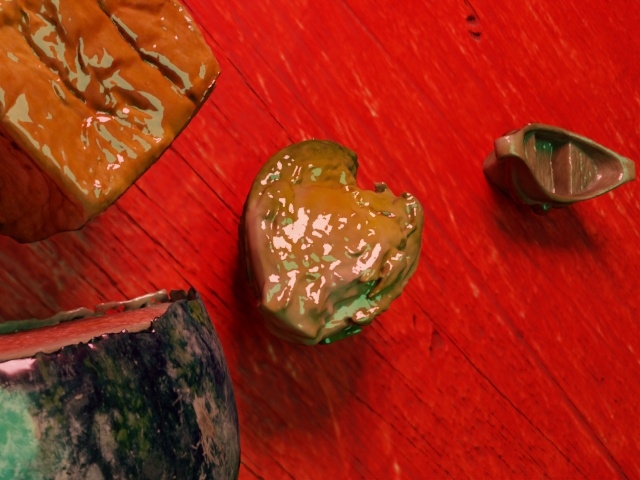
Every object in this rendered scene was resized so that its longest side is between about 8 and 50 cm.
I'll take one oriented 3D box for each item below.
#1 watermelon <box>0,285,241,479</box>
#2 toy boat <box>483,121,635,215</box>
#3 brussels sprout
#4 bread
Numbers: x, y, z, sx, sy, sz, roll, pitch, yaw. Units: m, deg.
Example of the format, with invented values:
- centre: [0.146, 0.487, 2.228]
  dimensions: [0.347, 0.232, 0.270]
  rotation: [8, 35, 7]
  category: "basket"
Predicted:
- centre: [-0.161, 0.088, 0.672]
  dimensions: [0.318, 0.226, 0.148]
  rotation: [-51, 149, -64]
  category: "watermelon"
- centre: [0.209, -0.069, 1.103]
  dimensions: [0.185, 0.071, 0.089]
  rotation: [6, 77, -40]
  category: "toy boat"
- centre: [-0.002, 0.002, 0.888]
  dimensions: [0.139, 0.100, 0.181]
  rotation: [42, 56, -14]
  category: "brussels sprout"
- centre: [-0.165, -0.092, 0.725]
  dimensions: [0.149, 0.158, 0.143]
  rotation: [55, 52, -25]
  category: "bread"
